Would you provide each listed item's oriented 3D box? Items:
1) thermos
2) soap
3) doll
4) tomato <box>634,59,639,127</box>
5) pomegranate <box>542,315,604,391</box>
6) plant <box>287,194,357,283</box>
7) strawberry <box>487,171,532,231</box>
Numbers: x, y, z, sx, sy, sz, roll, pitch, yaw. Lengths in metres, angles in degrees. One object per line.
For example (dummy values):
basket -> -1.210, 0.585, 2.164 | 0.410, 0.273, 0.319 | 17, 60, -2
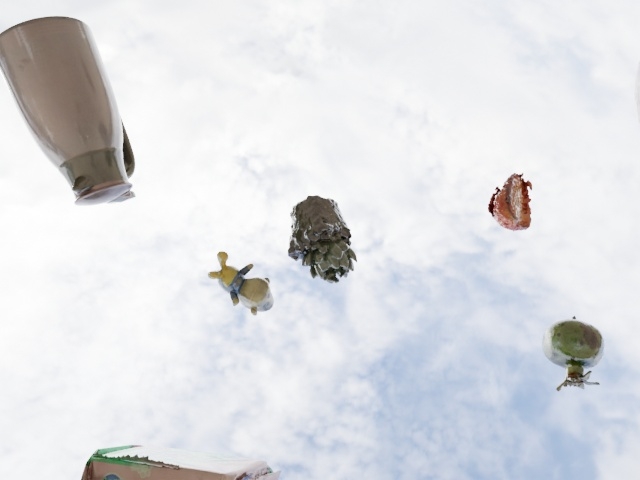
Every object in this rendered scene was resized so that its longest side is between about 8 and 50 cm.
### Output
thermos -> -0.266, -0.133, 0.632 | 0.105, 0.137, 0.193 | -22, -89, 13
soap -> -0.233, 0.408, 0.936 | 0.273, 0.218, 0.098 | -1, -107, 21
doll -> -0.157, 0.098, 1.179 | 0.089, 0.179, 0.102 | -2, -123, 41
tomato -> 0.490, -0.168, 0.547 | 0.316, 0.317, 0.282 | 7, -104, 0
pomegranate -> 0.625, 0.272, 1.366 | 0.148, 0.148, 0.169 | -3, -128, -8
plant -> 0.000, 0.000, 1.268 | 0.132, 0.129, 0.194 | 15, -131, -40
strawberry -> 0.518, -0.101, 1.518 | 0.121, 0.082, 0.188 | 44, -132, -18
